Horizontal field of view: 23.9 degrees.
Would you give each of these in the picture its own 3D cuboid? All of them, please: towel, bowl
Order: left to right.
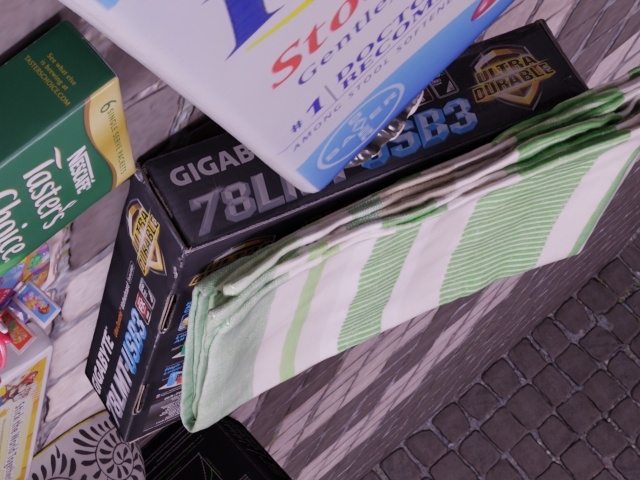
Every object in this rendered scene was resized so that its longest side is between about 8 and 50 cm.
[{"bbox_3d":[-0.198,0.222,1.223,0.170,0.080,0.170,-40,166,-12],"label":"bowl"},{"bbox_3d":[0.062,0.016,0.978,0.324,0.038,0.248,-26,161,-17],"label":"towel"}]

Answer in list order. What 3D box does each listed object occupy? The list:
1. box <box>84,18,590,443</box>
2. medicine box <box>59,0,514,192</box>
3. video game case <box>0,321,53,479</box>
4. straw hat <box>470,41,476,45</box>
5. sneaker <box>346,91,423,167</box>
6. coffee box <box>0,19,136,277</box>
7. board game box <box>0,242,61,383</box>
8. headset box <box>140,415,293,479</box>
[{"bbox_3d":[0.000,0.000,1.007,0.295,0.073,0.293,-23,159,-24],"label":"box"},{"bbox_3d":[0.016,-0.172,0.446,0.263,0.149,0.289,-44,168,3],"label":"medicine box"},{"bbox_3d":[-0.263,0.161,0.951,0.206,0.026,0.227,-36,165,-30],"label":"video game case"},{"bbox_3d":[0.088,-0.112,1.068,0.144,0.061,0.144,-42,168,-11],"label":"straw hat"},{"bbox_3d":[0.058,-0.165,0.772,0.271,0.100,0.108,-51,-170,18],"label":"sneaker"},{"bbox_3d":[-0.164,-0.009,0.664,0.184,0.040,0.113,-40,167,-16],"label":"coffee box"},{"bbox_3d":[-0.198,0.065,0.786,0.169,0.033,0.133,-49,163,4],"label":"board game box"},{"bbox_3d":[-0.054,0.312,1.498,0.131,0.283,0.246,-43,168,-3],"label":"headset box"}]
